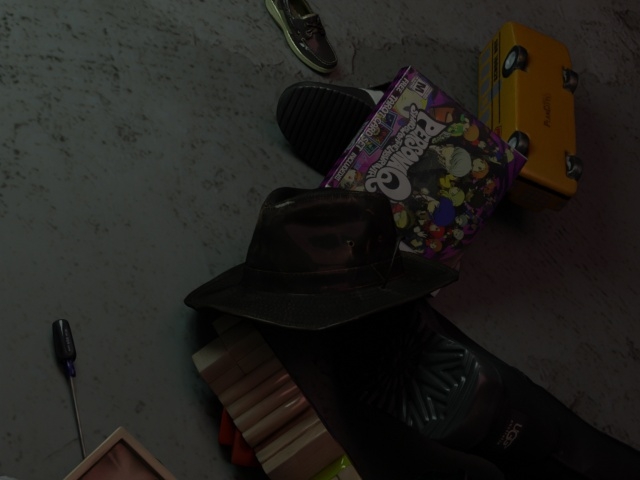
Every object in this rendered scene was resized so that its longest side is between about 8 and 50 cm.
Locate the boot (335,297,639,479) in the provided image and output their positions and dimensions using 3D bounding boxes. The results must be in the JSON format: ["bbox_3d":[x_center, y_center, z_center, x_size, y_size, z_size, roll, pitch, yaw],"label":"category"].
[{"bbox_3d":[0.262,0.232,1.957,0.445,0.146,0.367,27,9,-27],"label":"boot"}]

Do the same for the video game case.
[{"bbox_3d":[0.129,-0.077,2.113,0.210,0.042,0.232,38,79,-13],"label":"video game case"}]

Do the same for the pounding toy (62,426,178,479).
[{"bbox_3d":[-0.202,0.281,1.688,0.130,0.100,0.141,43,55,5],"label":"pounding toy"}]

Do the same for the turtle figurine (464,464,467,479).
[{"bbox_3d":[0.155,0.385,1.804,0.175,0.118,0.234,42,45,-39],"label":"turtle figurine"}]

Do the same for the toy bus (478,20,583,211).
[{"bbox_3d":[0.299,-0.174,2.341,0.108,0.130,0.332,22,47,-18],"label":"toy bus"}]

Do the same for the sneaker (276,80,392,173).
[{"bbox_3d":[0.087,-0.153,2.214,0.331,0.122,0.146,19,30,-19],"label":"sneaker"}]

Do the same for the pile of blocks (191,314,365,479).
[{"bbox_3d":[-0.038,0.243,1.826,0.113,0.149,0.362,-35,63,-2],"label":"pile of blocks"}]

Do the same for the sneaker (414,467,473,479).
[{"bbox_3d":[0.124,0.309,1.903,0.167,0.065,0.076,0,36,-33],"label":"sneaker"}]

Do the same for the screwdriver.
[{"bbox_3d":[-0.273,0.165,1.779,0.025,0.024,0.169,22,46,-58],"label":"screwdriver"}]

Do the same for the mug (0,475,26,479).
[{"bbox_3d":[-0.329,0.390,1.413,0.328,0.276,0.374,-4,88,-43],"label":"mug"}]

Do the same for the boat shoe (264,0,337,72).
[{"bbox_3d":[-0.024,-0.307,2.293,0.056,0.049,0.152,-26,73,-44],"label":"boat shoe"}]

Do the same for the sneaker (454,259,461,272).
[{"bbox_3d":[0.149,-0.007,2.173,0.067,0.042,0.118,-12,83,-12],"label":"sneaker"}]

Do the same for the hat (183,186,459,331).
[{"bbox_3d":[0.000,0.000,1.884,0.331,0.331,0.133,-15,108,-40],"label":"hat"}]
